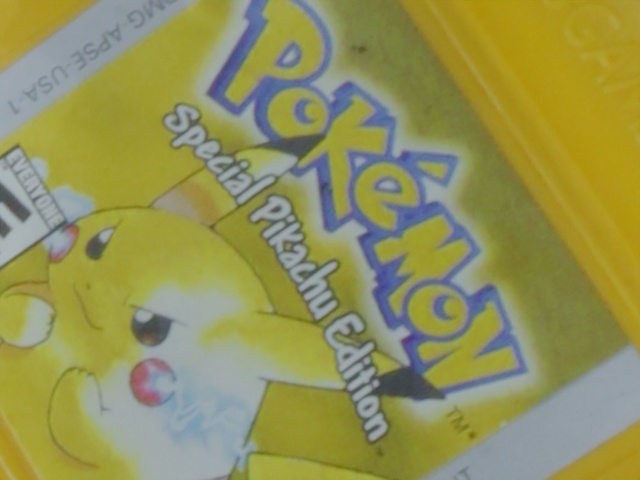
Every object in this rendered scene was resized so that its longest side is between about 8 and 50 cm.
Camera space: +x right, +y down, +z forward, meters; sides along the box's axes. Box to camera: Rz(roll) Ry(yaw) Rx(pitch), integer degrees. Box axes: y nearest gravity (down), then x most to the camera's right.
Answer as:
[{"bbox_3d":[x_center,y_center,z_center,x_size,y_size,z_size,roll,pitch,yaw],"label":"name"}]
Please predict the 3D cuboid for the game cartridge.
[{"bbox_3d":[0.000,0.000,0.440,0.324,0.285,0.053,-34,174,10],"label":"game cartridge"}]
